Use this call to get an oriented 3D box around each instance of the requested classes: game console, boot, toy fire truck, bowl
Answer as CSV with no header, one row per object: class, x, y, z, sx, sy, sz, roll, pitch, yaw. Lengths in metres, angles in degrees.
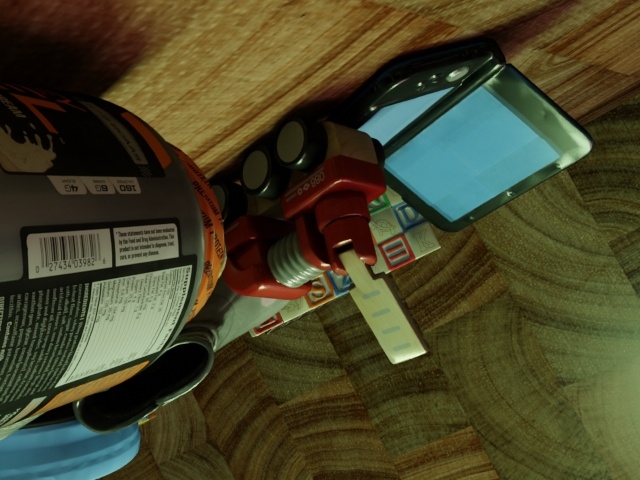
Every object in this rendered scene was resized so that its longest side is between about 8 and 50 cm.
game console,0.130,-0.095,1.028,0.250,0.173,0.293,-23,171,-37
boot,-0.134,0.106,1.029,0.338,0.118,0.223,-40,-170,2
toy fire truck,0.000,0.022,0.922,0.158,0.246,0.217,10,148,-43
bowl,-0.431,0.239,1.076,0.391,0.077,0.391,0,-178,0

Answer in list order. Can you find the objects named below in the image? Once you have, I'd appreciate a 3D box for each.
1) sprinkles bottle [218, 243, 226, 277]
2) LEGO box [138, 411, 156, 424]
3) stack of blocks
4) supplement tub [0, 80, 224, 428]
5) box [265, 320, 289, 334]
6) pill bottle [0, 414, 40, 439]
sprinkles bottle,-0.260,0.071,0.967,0.355,0.121,0.121,-32,172,35
LEGO box,-0.642,0.410,1.711,0.500,0.193,0.372,-28,173,2
stack of blocks,0.000,0.000,1.218,0.297,0.171,0.087,-25,176,-11
supplement tub,-0.191,0.007,0.459,0.193,0.194,0.316,-30,173,19
box,-0.030,0.029,1.346,0.203,0.168,0.167,-27,173,-12
pill bottle,-0.296,0.092,0.814,0.283,0.161,0.161,-31,172,33
